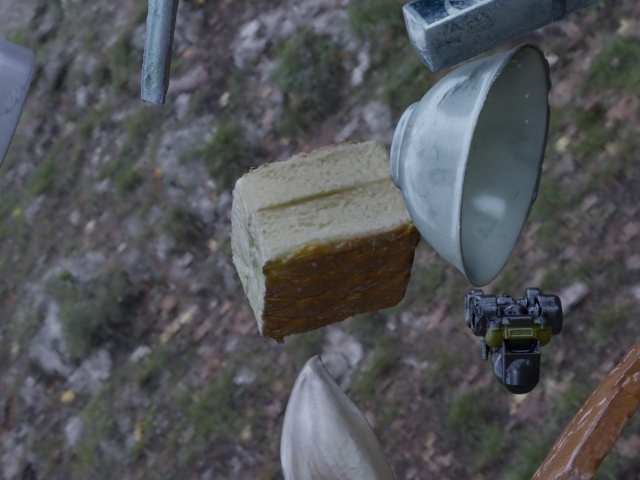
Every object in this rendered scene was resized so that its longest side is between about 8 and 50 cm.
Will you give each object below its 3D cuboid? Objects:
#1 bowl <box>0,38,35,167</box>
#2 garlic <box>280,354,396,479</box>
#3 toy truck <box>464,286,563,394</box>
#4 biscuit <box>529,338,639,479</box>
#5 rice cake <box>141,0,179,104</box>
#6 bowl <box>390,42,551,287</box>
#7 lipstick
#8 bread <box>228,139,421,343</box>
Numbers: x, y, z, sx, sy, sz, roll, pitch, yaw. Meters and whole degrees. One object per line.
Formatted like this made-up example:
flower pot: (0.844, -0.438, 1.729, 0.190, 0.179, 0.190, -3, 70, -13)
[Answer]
bowl: (-0.448, -0.114, 1.383, 0.287, 0.144, 0.287, -50, 27, 37)
garlic: (0.035, 0.279, 1.248, 0.112, 0.318, 0.143, -23, -18, -24)
toy truck: (0.329, 0.169, 2.103, 0.147, 0.165, 0.224, -1, 4, -1)
biscuit: (0.268, 0.209, 1.249, 0.284, 0.043, 0.306, -54, -13, 8)
rice cake: (-0.164, -0.235, 1.270, 0.033, 0.033, 0.207, -64, -12, -58)
bowl: (0.176, -0.107, 1.551, 0.146, 0.313, 0.313, 15, 49, 26)
lipstick: (0.237, -0.288, 1.417, 0.290, 0.076, 0.077, -26, 43, -7)
bread: (0.000, 0.000, 2.014, 0.279, 0.207, 0.279, -15, -28, -9)
